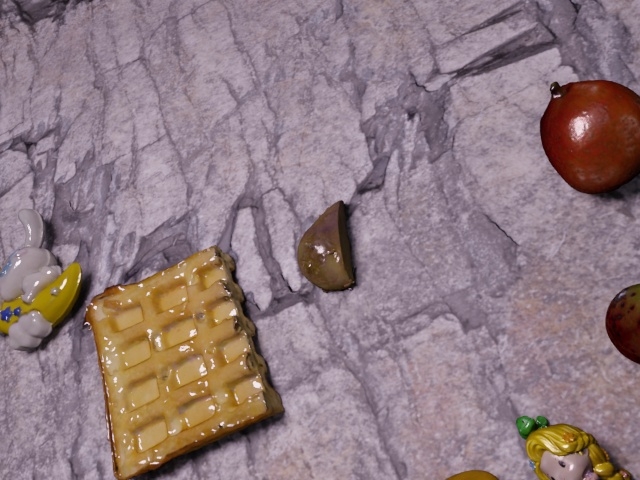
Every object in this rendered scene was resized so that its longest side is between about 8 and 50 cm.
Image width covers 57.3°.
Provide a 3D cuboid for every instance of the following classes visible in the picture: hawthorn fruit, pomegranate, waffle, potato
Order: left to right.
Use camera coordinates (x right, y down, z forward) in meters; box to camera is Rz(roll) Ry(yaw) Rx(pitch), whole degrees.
[{"bbox_3d":[-0.256,0.206,1.037,0.304,0.077,0.348,-25,62,8],"label":"waffle"},{"bbox_3d":[0.000,0.000,1.028,0.101,0.089,0.171,-10,66,17],"label":"potato"},{"bbox_3d":[0.419,-0.170,0.901,0.169,0.169,0.188,-42,102,-2],"label":"hawthorn fruit"},{"bbox_3d":[0.458,0.099,0.807,0.130,0.129,0.159,-10,58,15],"label":"pomegranate"}]

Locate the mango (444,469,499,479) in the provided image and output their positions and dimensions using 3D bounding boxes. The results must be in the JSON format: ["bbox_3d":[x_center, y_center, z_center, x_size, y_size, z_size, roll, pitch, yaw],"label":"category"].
[{"bbox_3d":[0.166,0.422,0.779,0.139,0.113,0.253,31,73,31],"label":"mango"}]

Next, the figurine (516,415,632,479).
[{"bbox_3d":[0.346,0.295,0.796,0.156,0.115,0.094,38,118,47],"label":"figurine"}]

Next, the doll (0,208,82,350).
[{"bbox_3d":[-0.595,0.086,1.186,0.237,0.111,0.252,31,89,29],"label":"doll"}]
